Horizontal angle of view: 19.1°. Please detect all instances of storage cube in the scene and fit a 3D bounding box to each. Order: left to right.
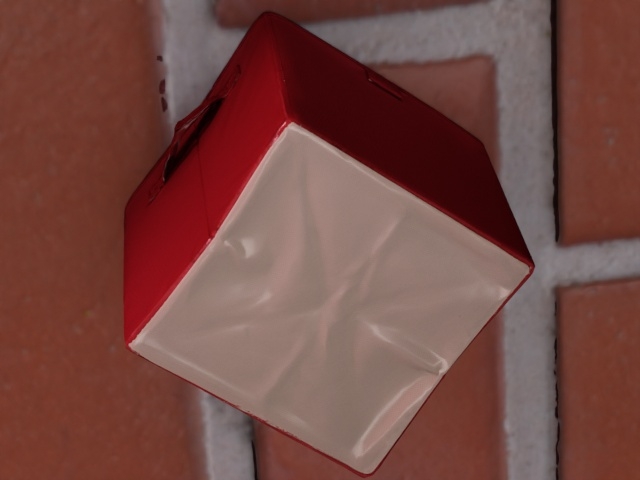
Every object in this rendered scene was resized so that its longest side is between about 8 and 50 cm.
[{"bbox_3d":[0.000,0.000,1.217,0.215,0.193,0.183,31,109,-18],"label":"storage cube"}]
